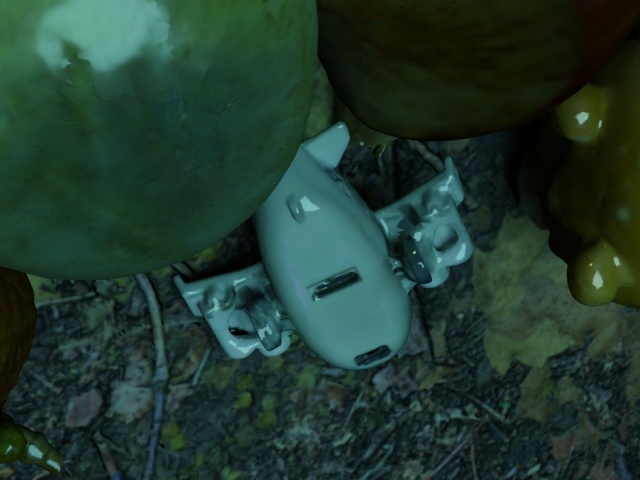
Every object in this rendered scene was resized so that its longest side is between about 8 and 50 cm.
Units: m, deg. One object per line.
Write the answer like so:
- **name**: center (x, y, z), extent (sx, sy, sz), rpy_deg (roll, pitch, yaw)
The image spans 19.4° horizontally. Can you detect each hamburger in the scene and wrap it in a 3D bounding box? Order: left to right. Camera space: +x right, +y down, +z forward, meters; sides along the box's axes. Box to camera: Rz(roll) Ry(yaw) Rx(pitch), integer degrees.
- **hamburger**: center (0.300, -0.056, 1.663), extent (0.236, 0.276, 0.276), rpy_deg (-13, 118, -20)

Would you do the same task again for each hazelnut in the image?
- **hazelnut**: center (0.113, -0.259, 1.447), extent (0.365, 0.366, 0.366), rpy_deg (-11, 117, -23)

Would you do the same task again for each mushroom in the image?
- **mushroom**: center (-0.167, -0.131, 1.302), extent (0.352, 0.260, 0.352), rpy_deg (-14, 135, -15)

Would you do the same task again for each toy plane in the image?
- **toy plane**: center (0.001, 0.003, 1.615), extent (0.266, 0.123, 0.267), rpy_deg (-4, 123, -7)

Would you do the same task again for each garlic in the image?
- **garlic**: center (0.051, -0.142, 1.606), extent (0.084, 0.066, 0.152), rpy_deg (-14, 121, -19)

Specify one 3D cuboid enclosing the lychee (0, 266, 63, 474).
- **lychee**: center (-0.324, 0.089, 1.410), extent (0.255, 0.255, 0.300), rpy_deg (-40, 93, -6)
